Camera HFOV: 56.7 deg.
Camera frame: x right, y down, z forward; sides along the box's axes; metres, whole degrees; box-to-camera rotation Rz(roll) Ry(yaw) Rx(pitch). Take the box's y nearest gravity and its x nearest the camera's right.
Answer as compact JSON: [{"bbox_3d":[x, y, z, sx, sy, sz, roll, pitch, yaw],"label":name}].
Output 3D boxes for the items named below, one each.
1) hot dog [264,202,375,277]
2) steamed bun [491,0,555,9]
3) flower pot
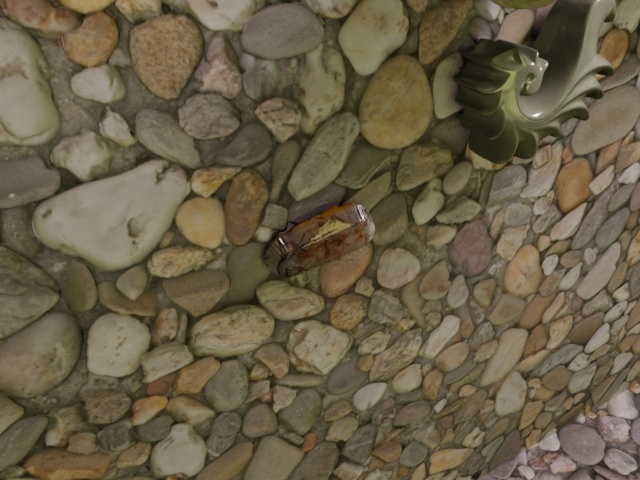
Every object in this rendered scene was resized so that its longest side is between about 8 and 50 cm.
[{"bbox_3d":[0.000,0.000,1.240,0.253,0.069,0.131,-24,138,-14],"label":"hot dog"},{"bbox_3d":[0.399,-0.565,1.032,0.280,0.268,0.207,55,48,-55],"label":"steamed bun"},{"bbox_3d":[0.464,-0.340,1.247,0.367,0.164,0.254,-31,126,-10],"label":"flower pot"}]
